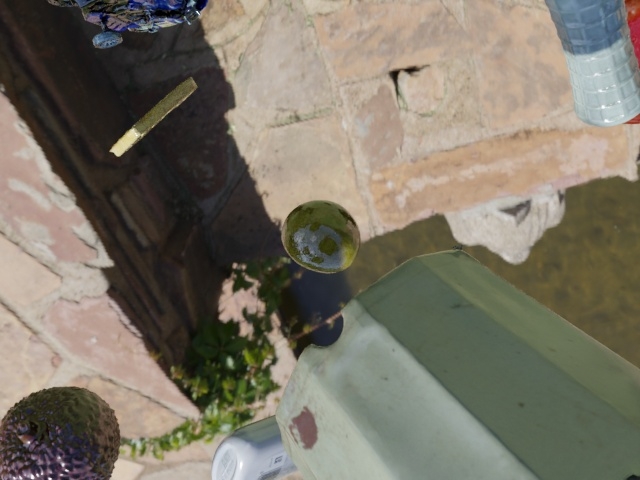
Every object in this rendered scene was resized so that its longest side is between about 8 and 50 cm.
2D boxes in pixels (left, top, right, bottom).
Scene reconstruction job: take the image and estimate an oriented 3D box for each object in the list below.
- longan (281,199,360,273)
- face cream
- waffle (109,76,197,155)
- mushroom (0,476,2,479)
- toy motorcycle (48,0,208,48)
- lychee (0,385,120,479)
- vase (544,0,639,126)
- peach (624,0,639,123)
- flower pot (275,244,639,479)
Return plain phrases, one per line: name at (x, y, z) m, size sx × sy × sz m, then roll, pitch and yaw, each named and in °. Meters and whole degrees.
longan at (0.000, 0.000, 0.664) m, size 0.075 × 0.075 × 0.083 m, roll 10°, pitch 149°, yaw -1°
face cream at (-0.012, 0.278, 1.019) m, size 0.291 × 0.071 × 0.144 m, roll -12°, pitch 144°, yaw -34°
waffle at (-0.235, -0.175, 0.998) m, size 0.021 × 0.135 × 0.092 m, roll 48°, pitch 142°, yaw -13°
mushroom at (-0.393, 0.304, 0.717) m, size 0.117 × 0.188 × 0.141 m, roll 29°, pitch 115°, yaw 15°
toy motorcycle at (-0.265, -0.359, 1.032) m, size 0.168 × 0.315 × 0.113 m, roll -15°, pitch 93°, yaw 14°
lychee at (-0.521, 0.419, 1.417) m, size 0.260 × 0.261 × 0.261 m, roll 3°, pitch 129°, yaw 4°
vase at (0.395, -0.308, 1.021) m, size 0.143 × 0.143 × 0.299 m, roll -18°, pitch 133°, yaw 20°
peach at (0.655, -0.370, 1.436) m, size 0.280 × 0.338 × 0.281 m, roll 1°, pitch 97°, yaw 11°
flower pot at (0.114, 0.156, 0.429) m, size 0.290 × 0.259 × 0.290 m, roll -29°, pitch 143°, yaw -25°
